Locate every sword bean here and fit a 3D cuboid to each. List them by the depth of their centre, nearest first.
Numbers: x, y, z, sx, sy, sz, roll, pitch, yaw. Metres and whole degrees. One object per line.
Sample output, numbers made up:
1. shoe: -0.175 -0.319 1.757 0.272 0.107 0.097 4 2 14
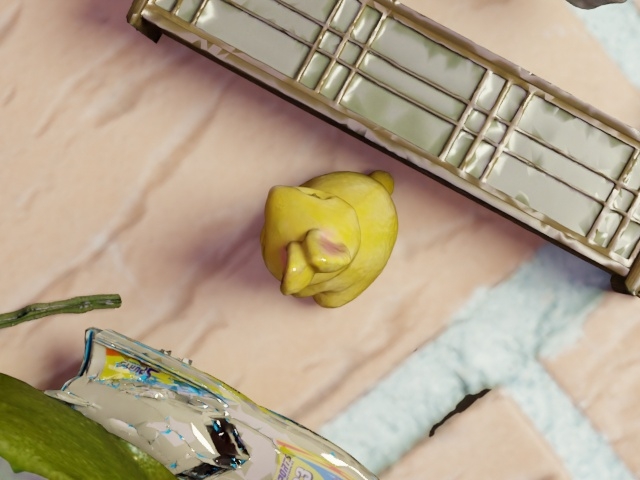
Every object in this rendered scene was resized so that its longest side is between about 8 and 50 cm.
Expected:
1. sword bean: -0.156 0.040 0.999 0.083 0.012 0.012 -10 89 5

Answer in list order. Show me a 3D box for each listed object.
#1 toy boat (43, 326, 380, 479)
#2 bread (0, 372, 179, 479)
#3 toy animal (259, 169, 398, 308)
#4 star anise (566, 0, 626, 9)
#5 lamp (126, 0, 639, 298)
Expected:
1. toy boat: -0.054 0.116 0.964 0.210 0.066 0.084 19 93 3
2. bread: -0.233 0.251 0.918 0.366 0.129 0.382 40 104 -3
3. toy animal: 0.001 -0.004 0.913 0.070 0.159 0.083 44 98 5
4. star anise: 0.056 -0.259 0.935 0.316 0.139 0.359 -30 76 -9
5. lamp: 0.057 -0.079 0.946 0.325 0.089 0.090 29 91 3
